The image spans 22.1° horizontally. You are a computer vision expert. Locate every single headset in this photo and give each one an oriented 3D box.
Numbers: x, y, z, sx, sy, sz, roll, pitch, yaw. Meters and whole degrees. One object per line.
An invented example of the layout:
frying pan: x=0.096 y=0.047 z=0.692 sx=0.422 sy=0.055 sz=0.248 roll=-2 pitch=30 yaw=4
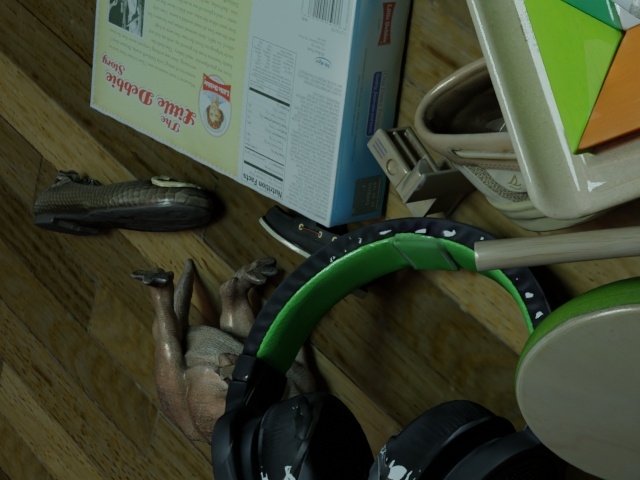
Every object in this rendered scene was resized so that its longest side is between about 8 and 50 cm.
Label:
headset: x=0.027 y=0.163 z=1.065 sx=0.243 sy=0.185 sz=0.394 roll=1 pitch=69 yaw=29

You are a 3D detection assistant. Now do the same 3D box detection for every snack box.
snack box: x=-0.067 y=-0.151 z=1.286 sx=0.322 sy=0.060 sz=0.187 roll=28 pitch=119 yaw=43

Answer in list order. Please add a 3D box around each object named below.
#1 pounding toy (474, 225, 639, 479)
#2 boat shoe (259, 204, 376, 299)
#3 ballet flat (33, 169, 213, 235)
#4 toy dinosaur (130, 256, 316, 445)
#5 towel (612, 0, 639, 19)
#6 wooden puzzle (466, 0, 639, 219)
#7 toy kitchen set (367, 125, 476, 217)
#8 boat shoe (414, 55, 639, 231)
pounding toy: x=0.205 y=0.040 z=0.967 sx=0.183 sy=0.110 sz=0.237 roll=-5 pitch=136 yaw=21
boat shoe: x=0.001 y=0.001 z=1.261 sx=0.133 sy=0.049 sz=0.042 roll=33 pitch=95 yaw=48
ballet flat: x=-0.177 y=-0.039 z=1.442 sx=0.250 sy=0.084 sz=0.058 roll=-3 pitch=73 yaw=54
toy dinosaur: x=-0.073 y=0.133 z=1.326 sx=0.296 sy=0.127 sz=0.200 roll=38 pitch=133 yaw=44
towel: x=0.165 y=-0.171 z=0.808 sx=0.152 sy=0.023 sz=0.113 roll=39 pitch=123 yaw=28
wooden puzzle: x=0.177 y=-0.144 z=0.836 sx=0.239 sy=0.044 sz=0.221 roll=-21 pitch=83 yaw=37
toy kitchen set: x=0.069 y=-0.064 z=1.141 sx=0.075 sy=0.068 sz=0.083 roll=58 pitch=136 yaw=23
boat shoe: x=0.185 y=-0.090 z=0.931 sx=0.341 sy=0.110 sz=0.121 roll=-24 pitch=42 yaw=51
